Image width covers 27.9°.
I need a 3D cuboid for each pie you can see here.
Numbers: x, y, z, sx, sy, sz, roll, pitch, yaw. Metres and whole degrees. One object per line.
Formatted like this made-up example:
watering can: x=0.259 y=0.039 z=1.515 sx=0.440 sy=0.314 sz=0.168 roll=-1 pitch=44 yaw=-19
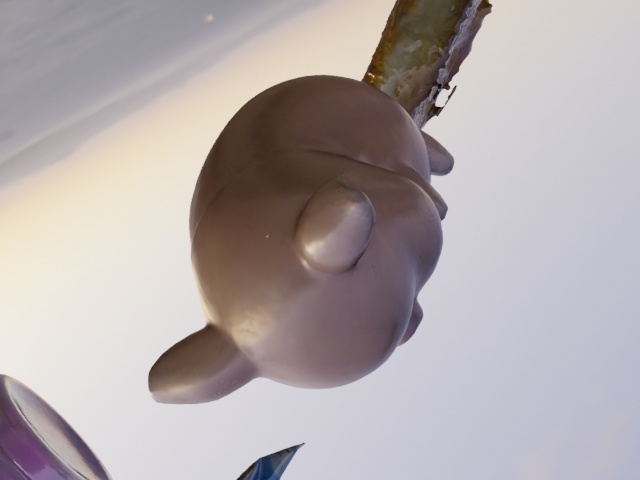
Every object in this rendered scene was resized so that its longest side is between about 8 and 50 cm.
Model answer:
pie: x=0.087 y=-0.166 z=1.228 sx=0.315 sy=0.092 sz=0.315 roll=-63 pitch=177 yaw=-6

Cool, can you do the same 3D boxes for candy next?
candy: x=-0.067 y=0.237 z=1.204 sx=0.136 sy=0.038 sz=0.088 roll=-37 pitch=168 yaw=-35

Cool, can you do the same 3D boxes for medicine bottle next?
medicine bottle: x=-0.405 y=0.326 z=1.424 sx=0.325 sy=0.212 sz=0.212 roll=-43 pitch=-171 yaw=-2

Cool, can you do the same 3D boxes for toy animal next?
toy animal: x=-0.002 y=-0.010 z=0.777 sx=0.250 sy=0.154 sz=0.166 roll=-77 pitch=-171 yaw=-63
